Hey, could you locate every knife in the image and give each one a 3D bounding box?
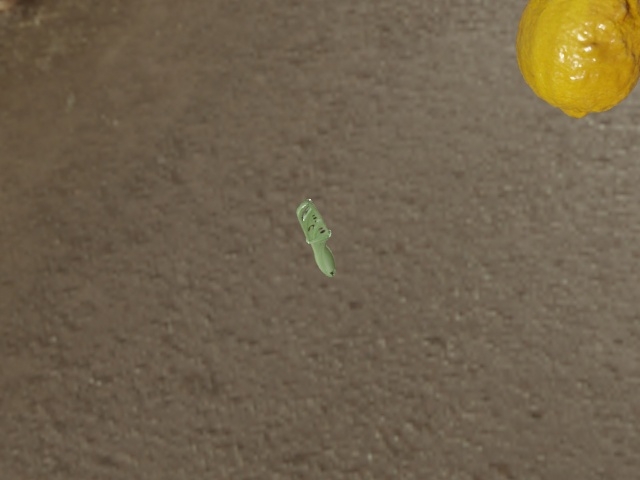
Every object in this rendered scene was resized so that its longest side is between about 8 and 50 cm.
[{"bbox_3d":[0.000,0.000,1.502,0.030,0.207,0.014,-29,65,-2],"label":"knife"}]

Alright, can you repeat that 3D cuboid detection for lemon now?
[{"bbox_3d":[0.281,-0.220,1.394,0.142,0.187,0.142,5,32,-3],"label":"lemon"}]
